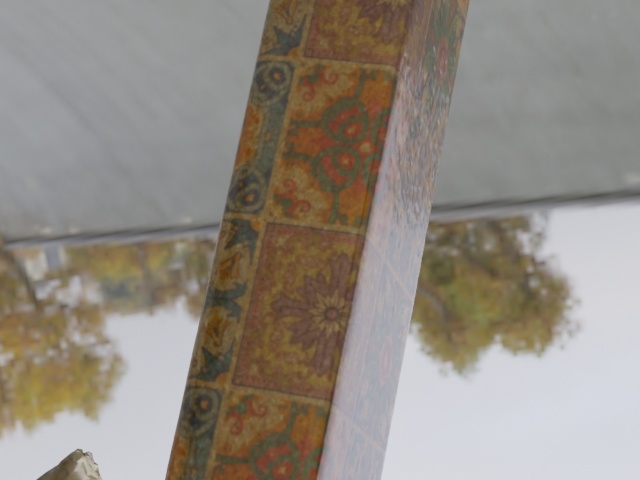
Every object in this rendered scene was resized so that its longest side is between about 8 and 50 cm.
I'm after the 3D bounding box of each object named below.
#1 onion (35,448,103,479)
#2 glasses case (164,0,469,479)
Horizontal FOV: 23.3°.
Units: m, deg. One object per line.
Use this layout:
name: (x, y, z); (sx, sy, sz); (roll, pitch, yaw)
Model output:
onion: (-0.233, 0.266, 0.554); (0.358, 0.358, 0.345); (-8, -148, 21)
glasses case: (0.000, 0.000, 0.475); (0.049, 0.218, 0.075); (7, 164, 17)
